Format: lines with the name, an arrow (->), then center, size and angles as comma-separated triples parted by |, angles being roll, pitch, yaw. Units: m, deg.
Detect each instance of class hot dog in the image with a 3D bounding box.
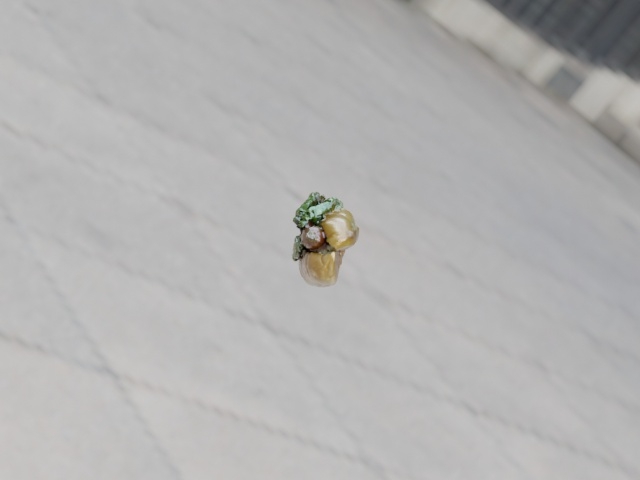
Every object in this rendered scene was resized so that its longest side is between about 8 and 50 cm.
hot dog -> 0.000, 0.000, 1.227 | 0.041, 0.056, 0.133 | 26, -1, 1
